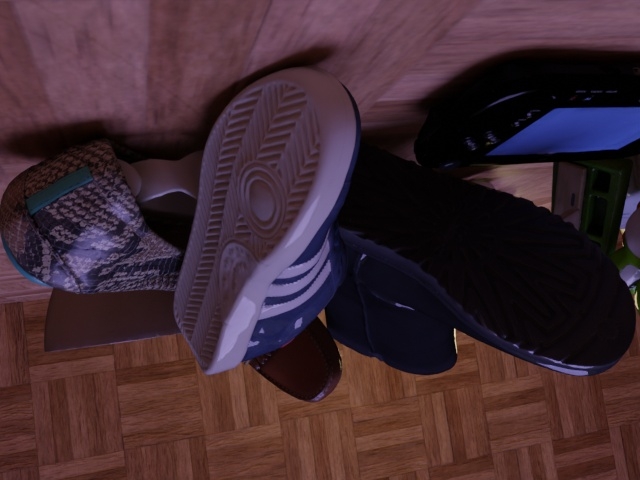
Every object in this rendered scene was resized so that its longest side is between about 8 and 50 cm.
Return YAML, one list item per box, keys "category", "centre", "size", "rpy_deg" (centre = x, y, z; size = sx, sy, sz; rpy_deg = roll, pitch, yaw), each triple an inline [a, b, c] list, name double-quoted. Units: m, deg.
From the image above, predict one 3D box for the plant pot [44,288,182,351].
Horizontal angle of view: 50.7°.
- category: "plant pot"
  centre: [-0.355, 0.086, 1.218]
  size: [0.284, 0.190, 0.284]
  rpy_deg: [-7, 176, -1]

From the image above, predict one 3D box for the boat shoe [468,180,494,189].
- category: "boat shoe"
  centre: [0.262, -0.006, 1.273]
  size: [0.117, 0.096, 0.324]
  rpy_deg: [0, 161, 0]

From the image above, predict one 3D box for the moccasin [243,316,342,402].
- category: "moccasin"
  centre: [-0.119, 0.098, 1.043]
  size: [0.139, 0.380, 0.147]
  rpy_deg: [-45, 161, 12]

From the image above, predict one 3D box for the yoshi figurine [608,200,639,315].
- category: "yoshi figurine"
  centre: [0.470, -0.009, 0.764]
  size: [0.203, 0.204, 0.362]
  rpy_deg: [-50, 170, -40]

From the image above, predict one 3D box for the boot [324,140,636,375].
- category: "boot"
  centre: [0.153, 0.097, 0.855]
  size: [0.146, 0.367, 0.445]
  rpy_deg: [-48, 158, -20]

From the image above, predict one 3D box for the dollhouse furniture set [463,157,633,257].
- category: "dollhouse furniture set"
  centre: [0.240, -0.051, 0.955]
  size: [0.198, 0.151, 0.301]
  rpy_deg: [-27, -145, -32]

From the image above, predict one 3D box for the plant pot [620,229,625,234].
- category: "plant pot"
  centre: [0.795, -0.022, 1.522]
  size: [0.254, 0.239, 0.254]
  rpy_deg: [-8, 176, -1]

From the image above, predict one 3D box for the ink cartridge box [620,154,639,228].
- category: "ink cartridge box"
  centre: [0.622, -0.083, 1.053]
  size: [0.385, 0.091, 0.308]
  rpy_deg: [1, 170, 4]

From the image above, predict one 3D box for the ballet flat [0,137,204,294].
- category: "ballet flat"
  centre: [-0.116, -0.020, 0.752]
  size: [0.182, 0.164, 0.483]
  rpy_deg: [-29, 166, 18]

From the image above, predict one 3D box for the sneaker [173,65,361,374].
- category: "sneaker"
  centre: [-0.025, -0.013, 0.601]
  size: [0.148, 0.131, 0.350]
  rpy_deg: [-15, 152, -34]

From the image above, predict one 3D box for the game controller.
- category: "game controller"
  centre: [0.249, -0.114, 0.634]
  size: [0.319, 0.067, 0.166]
  rpy_deg: [-6, 175, -24]
